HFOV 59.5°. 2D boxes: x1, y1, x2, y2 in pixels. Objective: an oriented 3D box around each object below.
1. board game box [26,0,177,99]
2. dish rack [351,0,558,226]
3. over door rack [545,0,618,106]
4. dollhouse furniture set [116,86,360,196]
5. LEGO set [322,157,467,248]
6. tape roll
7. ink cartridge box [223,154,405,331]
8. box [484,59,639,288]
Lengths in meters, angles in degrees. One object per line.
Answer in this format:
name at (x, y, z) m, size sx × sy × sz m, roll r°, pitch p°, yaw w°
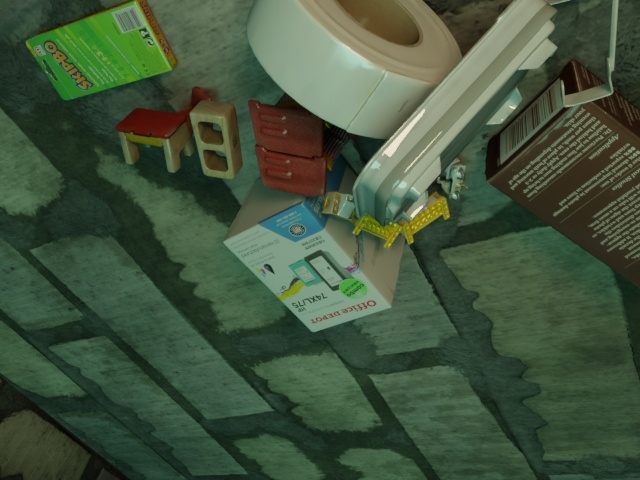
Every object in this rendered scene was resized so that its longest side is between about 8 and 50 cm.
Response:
board game box at (-0.395, -0.336, 1.001) m, size 0.259 × 0.039 × 0.124 m, roll -9°, pitch 127°, yaw 21°
dish rack at (0.179, -0.149, 0.745) m, size 0.072 × 0.285 × 0.333 m, roll 43°, pitch 88°, yaw 8°
over door rack at (0.322, -0.348, 0.593) m, size 0.108 × 0.240 × 0.324 m, roll 2°, pitch 142°, yaw 12°
dollhouse furniture set at (-0.130, -0.214, 0.925) m, size 0.373 × 0.201 × 0.152 m, roll 12°, pitch 134°, yaw 16°
LEGO set at (0.113, -0.068, 0.973) m, size 0.286 × 0.107 × 0.132 m, roll -16°, pitch 128°, yaw -24°
tape roll at (0.049, -0.269, 0.748) m, size 0.286 × 0.286 × 0.100 m, roll 30°, pitch 132°, yaw -11°
ink cartridge box at (0.000, 0.000, 1.067) m, size 0.198 × 0.197 × 0.270 m, roll -24°, pitch 121°, yaw 34°
box at (0.472, -0.086, 0.885) m, size 0.381 × 0.143 × 0.191 m, roll 33°, pitch 132°, yaw -11°
